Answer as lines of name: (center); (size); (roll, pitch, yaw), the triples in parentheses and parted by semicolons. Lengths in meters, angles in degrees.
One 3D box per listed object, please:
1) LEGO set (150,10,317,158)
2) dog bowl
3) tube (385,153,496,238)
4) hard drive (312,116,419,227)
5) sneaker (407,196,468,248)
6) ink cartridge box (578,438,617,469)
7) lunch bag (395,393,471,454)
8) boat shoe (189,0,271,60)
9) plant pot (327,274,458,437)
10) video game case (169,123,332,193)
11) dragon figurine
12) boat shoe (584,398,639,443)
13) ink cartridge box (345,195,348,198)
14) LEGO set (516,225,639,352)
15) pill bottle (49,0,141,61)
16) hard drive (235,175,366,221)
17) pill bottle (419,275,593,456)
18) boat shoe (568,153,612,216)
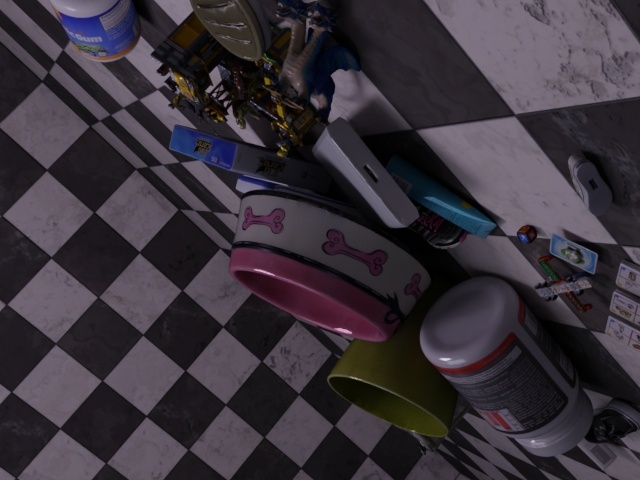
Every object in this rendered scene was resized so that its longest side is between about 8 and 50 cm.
LEGO set: (-0.151, -0.252, 1.360); (0.255, 0.192, 0.331); (38, 167, 8)
dog bowl: (0.003, 0.063, 1.516); (0.408, 0.150, 0.408); (22, 166, 6)
tube: (0.200, -0.070, 1.320); (0.207, 0.052, 0.080); (34, 171, 9)
hard drive: (0.070, -0.108, 1.373); (0.203, 0.040, 0.307); (51, 176, -3)
sneaker: (0.189, -0.040, 1.399); (0.170, 0.063, 0.075); (32, 171, 48)
ink cartridge box: (0.597, 0.438, 1.899); (0.181, 0.056, 0.224); (44, -175, -15)
lunch bag: (0.261, 0.323, 1.875); (0.256, 0.305, 0.212); (38, 170, 22)
boat shoe: (-0.136, -0.385, 1.092); (0.113, 0.103, 0.302); (16, 154, 31)
plant pot: (0.200, 0.226, 1.677); (0.275, 0.293, 0.274); (24, 159, 10)
video game case: (-0.148, -0.172, 1.644); (0.244, 0.061, 0.270); (9, -171, -39)
dragon figurine: (0.001, -0.258, 1.165); (0.085, 0.144, 0.289); (33, -176, 23)
boat shoe: (0.601, 0.389, 1.632); (0.080, 0.076, 0.228); (38, 166, 8)
ink cartridge box: (0.088, -0.094, 1.569); (0.063, 0.029, 0.115); (40, 168, 3)
LEGO set: (0.415, 0.058, 1.198); (0.244, 0.060, 0.182); (30, 151, 32)
pill bottle: (-0.452, -0.479, 1.532); (0.152, 0.152, 0.272); (38, 167, 10)
hard drive: (-0.044, -0.086, 1.663); (0.210, 0.040, 0.319); (15, -177, -20)
pill bottle: (0.374, 0.256, 1.533); (0.363, 0.210, 0.210); (47, 165, -26)
boat shoe: (0.337, -0.071, 0.985); (0.100, 0.035, 0.035); (46, -167, -37)
